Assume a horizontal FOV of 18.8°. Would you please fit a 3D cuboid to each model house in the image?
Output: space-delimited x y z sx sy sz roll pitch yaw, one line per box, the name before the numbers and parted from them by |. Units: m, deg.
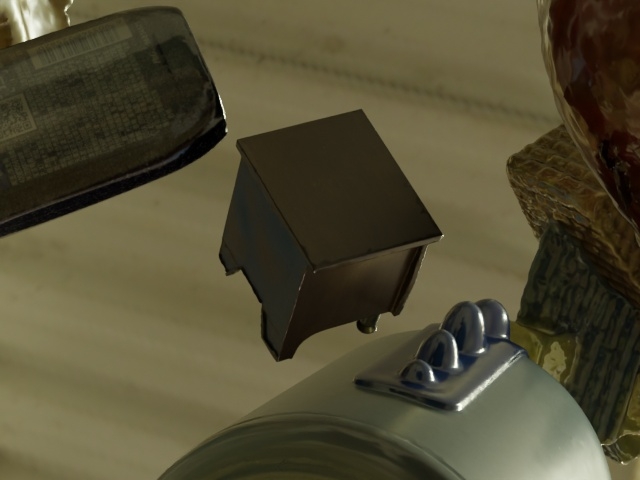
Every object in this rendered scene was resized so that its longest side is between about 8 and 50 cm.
model house | 0.285 0.052 1.573 0.261 0.266 0.321 33 -71 59

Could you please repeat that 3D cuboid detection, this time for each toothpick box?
toothpick box | 0.051 0.170 1.146 0.263 0.354 0.263 3 -80 18

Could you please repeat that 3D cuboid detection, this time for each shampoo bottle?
shampoo bottle | -0.162 -0.039 0.891 0.049 0.233 0.087 90 -23 -65

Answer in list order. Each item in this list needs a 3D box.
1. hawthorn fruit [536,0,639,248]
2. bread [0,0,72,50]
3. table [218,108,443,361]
hawthorn fruit | 0.271 -0.126 0.873 0.285 0.285 0.369 43 -71 -2
bread | -0.313 -0.191 1.284 0.238 0.252 0.196 12 -95 23
table | 0.000 0.000 0.934 0.083 0.070 0.082 59 -30 29
